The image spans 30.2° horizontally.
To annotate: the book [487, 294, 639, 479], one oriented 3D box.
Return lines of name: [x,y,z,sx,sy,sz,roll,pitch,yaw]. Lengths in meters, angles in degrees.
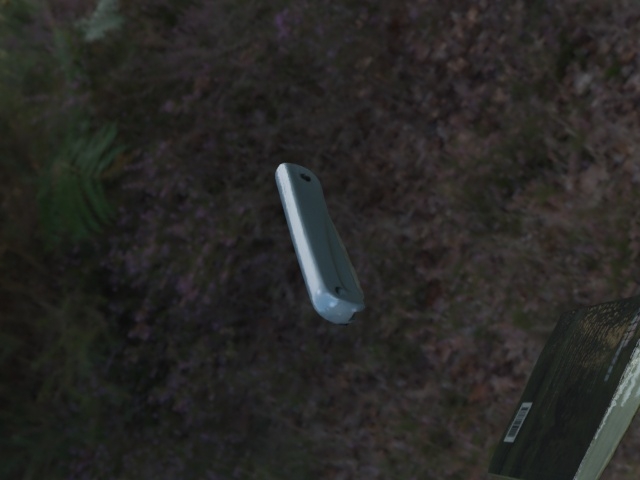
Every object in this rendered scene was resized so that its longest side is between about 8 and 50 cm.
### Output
book: [0.196,0.119,0.912,0.160,0.024,0.228,-60,2,-10]

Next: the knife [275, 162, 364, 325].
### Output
knife: [0.000,0.000,0.862,0.023,0.044,0.162,-59,30,31]
